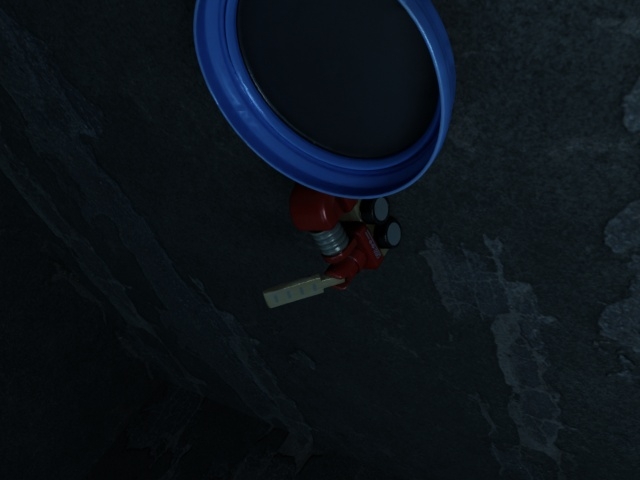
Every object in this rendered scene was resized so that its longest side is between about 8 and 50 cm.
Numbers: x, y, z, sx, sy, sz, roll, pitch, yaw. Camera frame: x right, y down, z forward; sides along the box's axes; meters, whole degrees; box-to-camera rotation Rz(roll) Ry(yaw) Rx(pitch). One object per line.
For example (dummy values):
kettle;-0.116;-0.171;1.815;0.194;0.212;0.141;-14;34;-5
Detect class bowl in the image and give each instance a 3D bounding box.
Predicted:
bowl;0.002;-0.233;0.804;0.391;0.077;0.391;23;144;18

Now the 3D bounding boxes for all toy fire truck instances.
toy fire truck;0.000;0.000;1.024;0.159;0.246;0.217;2;134;41
